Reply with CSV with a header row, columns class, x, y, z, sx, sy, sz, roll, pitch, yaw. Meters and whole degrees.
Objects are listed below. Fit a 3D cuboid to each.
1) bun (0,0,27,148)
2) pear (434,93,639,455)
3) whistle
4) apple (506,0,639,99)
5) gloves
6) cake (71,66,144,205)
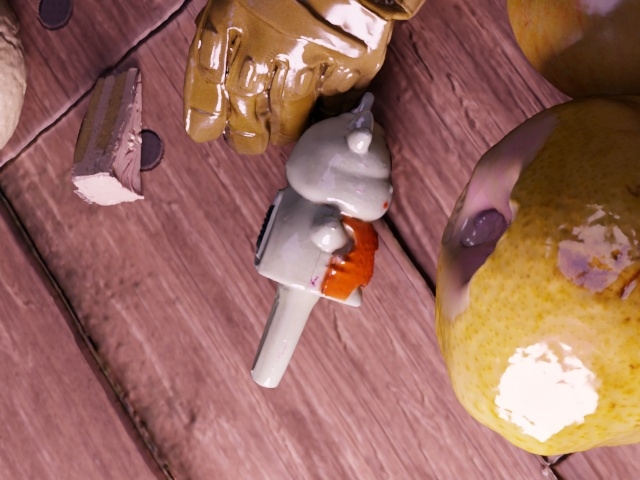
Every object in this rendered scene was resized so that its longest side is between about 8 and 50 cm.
class,x,y,z,sx,sy,sz,roll,pitch,yaw
bun,-0.390,-0.151,1.719,0.244,0.153,0.243,-3,84,29
pear,0.200,0.028,1.366,0.271,0.271,0.271,-3,83,25
whistle,-0.001,-0.001,1.544,0.106,0.102,0.253,22,91,22
apple,0.227,-0.190,1.431,0.182,0.155,0.182,-15,62,29
gloves,0.003,-0.200,1.530,0.154,0.141,0.331,41,99,-1
cake,-0.182,-0.092,1.680,0.052,0.065,0.121,-6,59,25
